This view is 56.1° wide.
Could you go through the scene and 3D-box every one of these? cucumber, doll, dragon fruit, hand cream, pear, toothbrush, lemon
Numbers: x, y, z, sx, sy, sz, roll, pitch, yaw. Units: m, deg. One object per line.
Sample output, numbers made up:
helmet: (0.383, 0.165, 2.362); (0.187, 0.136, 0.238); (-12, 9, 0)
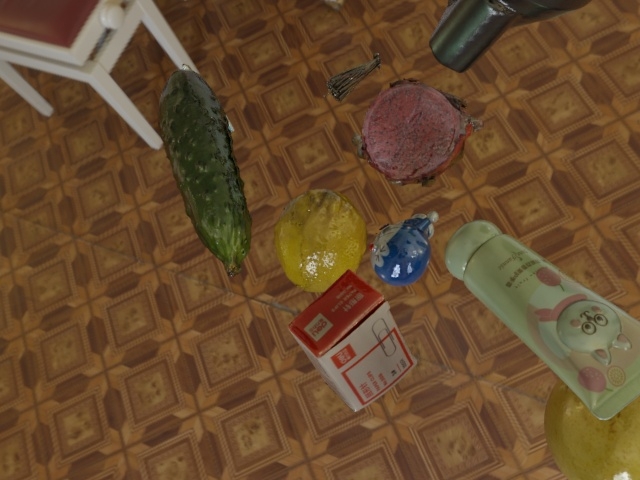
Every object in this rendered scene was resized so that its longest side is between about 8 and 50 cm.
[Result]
cucumber: (-0.102, -0.066, 0.537); (0.069, 0.069, 0.228); (-24, 60, 3)
doll: (0.218, 0.009, 1.576); (0.161, 0.257, 0.215); (39, 115, -2)
dragon fruit: (0.292, -0.287, 1.729); (0.314, 0.263, 0.296); (28, 99, 18)
hand cream: (0.286, 0.085, 0.775); (0.147, 0.093, 0.306); (-28, 48, -19)
pear: (0.655, 0.404, 1.284); (0.347, 0.348, 0.349); (-5, 66, 12)
toothbrush: (-0.287, -0.366, 1.562); (0.026, 0.263, 0.022); (-30, 55, 2)
lemon: (0.000, 0.000, 1.307); (0.203, 0.260, 0.204); (6, 40, -5)

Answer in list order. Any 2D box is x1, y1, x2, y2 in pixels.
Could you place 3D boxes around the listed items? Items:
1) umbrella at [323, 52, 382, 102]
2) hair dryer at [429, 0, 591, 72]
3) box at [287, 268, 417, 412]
umbrella: (0.036, -0.178, 0.661); (0.083, 0.031, 0.020); (-40, 24, -19)
hair dryer: (0.238, -0.179, 0.377); (0.302, 0.244, 0.116); (20, 61, -13)
box: (0.052, 0.156, 0.900); (0.133, 0.182, 0.099); (-39, 45, -12)
